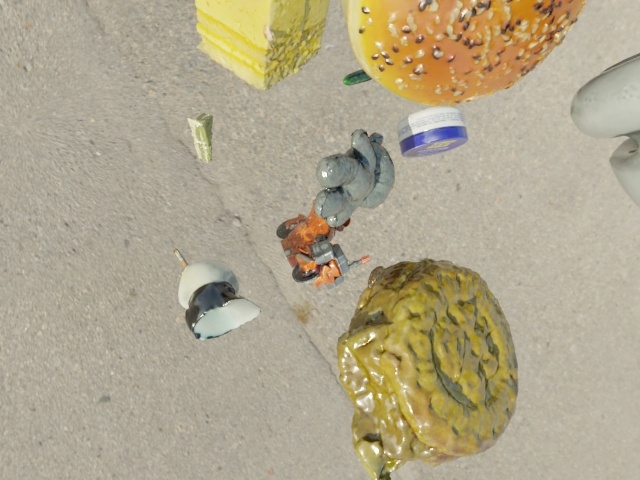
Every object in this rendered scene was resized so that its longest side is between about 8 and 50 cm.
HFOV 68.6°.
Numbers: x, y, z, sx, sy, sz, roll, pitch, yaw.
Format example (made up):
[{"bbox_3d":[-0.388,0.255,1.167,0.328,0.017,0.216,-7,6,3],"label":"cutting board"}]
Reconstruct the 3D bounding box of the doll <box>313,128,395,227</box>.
[{"bbox_3d":[0.063,-0.160,1.154,0.340,0.158,0.245,-23,129,-48],"label":"doll"}]

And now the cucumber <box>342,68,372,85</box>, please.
[{"bbox_3d":[0.128,-0.428,1.191,0.184,0.033,0.036,-31,104,-28],"label":"cucumber"}]

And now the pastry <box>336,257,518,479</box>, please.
[{"bbox_3d":[0.136,0.140,0.567,0.235,0.132,0.240,3,66,-45],"label":"pastry"}]

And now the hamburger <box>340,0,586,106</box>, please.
[{"bbox_3d":[0.165,-0.284,0.514,0.300,0.176,0.300,-17,150,-10],"label":"hamburger"}]

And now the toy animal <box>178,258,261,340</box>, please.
[{"bbox_3d":[-0.251,0.131,1.123,0.166,0.179,0.138,-12,144,-27],"label":"toy animal"}]

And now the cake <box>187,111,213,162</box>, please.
[{"bbox_3d":[-0.300,-0.267,1.212,0.140,0.051,0.055,93,23,-52],"label":"cake"}]

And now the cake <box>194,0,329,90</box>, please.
[{"bbox_3d":[-0.120,-0.515,0.984,0.222,0.227,0.286,-46,165,-33],"label":"cake"}]

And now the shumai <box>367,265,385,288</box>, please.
[{"bbox_3d":[0.227,0.169,1.687,0.123,0.105,0.139,34,81,-49],"label":"shumai"}]

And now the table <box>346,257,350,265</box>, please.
[{"bbox_3d":[0.032,0.066,1.385,0.083,0.079,0.062,24,98,-16],"label":"table"}]

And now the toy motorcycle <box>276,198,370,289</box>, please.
[{"bbox_3d":[0.000,0.000,1.320,0.221,0.325,0.147,-25,127,-1],"label":"toy motorcycle"}]

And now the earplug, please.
[{"bbox_3d":[0.389,-0.113,0.471,0.326,0.214,0.174,24,61,-46],"label":"earplug"}]

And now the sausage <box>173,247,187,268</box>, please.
[{"bbox_3d":[-0.341,0.060,1.179,0.015,0.015,0.100,-35,103,-21],"label":"sausage"}]

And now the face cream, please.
[{"bbox_3d":[0.339,-0.332,1.436,0.206,0.206,0.111,-11,88,-30],"label":"face cream"}]
